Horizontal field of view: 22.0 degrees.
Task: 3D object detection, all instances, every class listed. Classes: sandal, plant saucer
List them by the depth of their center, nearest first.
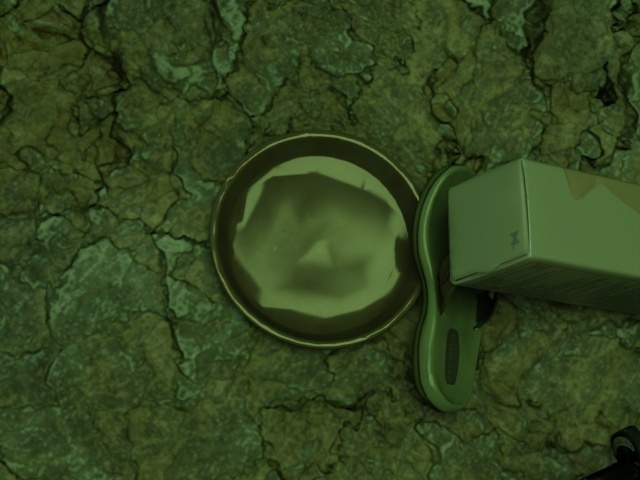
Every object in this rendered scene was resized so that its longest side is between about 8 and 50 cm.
[{"bbox_3d":[0.177,0.058,1.990,0.120,0.086,0.303,11,76,-41],"label":"sandal"},{"bbox_3d":[0.000,0.000,2.024,0.278,0.041,0.278,2,75,-8],"label":"plant saucer"}]

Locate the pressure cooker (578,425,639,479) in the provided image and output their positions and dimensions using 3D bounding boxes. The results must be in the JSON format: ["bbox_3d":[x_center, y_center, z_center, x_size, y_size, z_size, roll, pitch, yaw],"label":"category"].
[{"bbox_3d":[0.482,0.378,1.811,0.420,0.375,0.370,-22,36,-11],"label":"pressure cooker"}]

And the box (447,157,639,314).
[{"bbox_3d":[0.313,0.001,1.954,0.311,0.148,0.121,11,70,-35],"label":"box"}]
